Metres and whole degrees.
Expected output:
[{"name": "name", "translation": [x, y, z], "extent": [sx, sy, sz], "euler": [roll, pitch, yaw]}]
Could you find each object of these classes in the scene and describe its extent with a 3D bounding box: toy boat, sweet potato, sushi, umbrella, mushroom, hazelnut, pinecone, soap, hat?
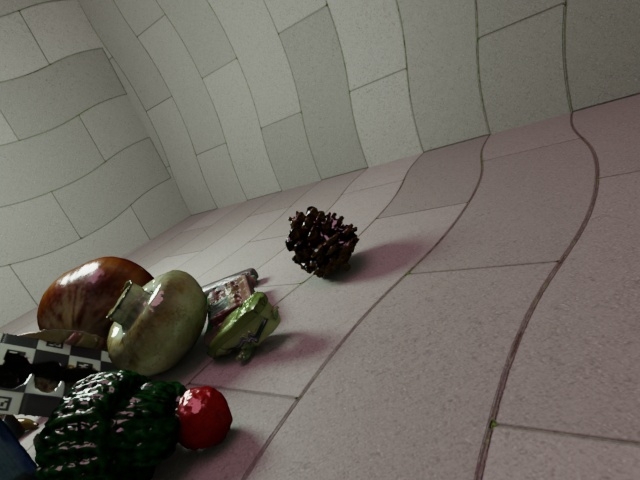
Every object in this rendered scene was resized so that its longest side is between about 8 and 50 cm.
[{"name": "toy boat", "translation": [-0.786, 0.379, 1.310], "extent": [0.276, 0.293, 0.111], "euler": [-9, 43, -32]}, {"name": "sweet potato", "translation": [-0.962, 0.584, 1.252], "extent": [0.250, 0.059, 0.069], "euler": [-26, -2, 3]}, {"name": "sushi", "translation": [-0.734, 0.394, 1.120], "extent": [0.099, 0.373, 0.296], "euler": [-60, 35, 10]}, {"name": "umbrella", "translation": [-0.404, 0.192, 1.674], "extent": [0.338, 0.067, 0.073], "euler": [-21, 6, 10]}, {"name": "mushroom", "translation": [-0.503, 0.241, 1.285], "extent": [0.352, 0.260, 0.352], "euler": [-38, 30, 26]}, {"name": "hazelnut", "translation": [-0.790, 0.242, 1.518], "extent": [0.410, 0.359, 0.359], "euler": [-27, 18, 0]}, {"name": "pinecone", "translation": [-0.002, 0.009, 1.427], "extent": [0.258, 0.243, 0.243], "euler": [19, 20, -4]}, {"name": "soap", "translation": [-0.293, 0.217, 1.406], "extent": [0.218, 0.097, 0.273], "euler": [-26, 17, -8]}, {"name": "hat", "translation": [-0.350, 0.368, 0.853], "extent": [0.333, 0.242, 0.274], "euler": [-11, 30, -2]}]

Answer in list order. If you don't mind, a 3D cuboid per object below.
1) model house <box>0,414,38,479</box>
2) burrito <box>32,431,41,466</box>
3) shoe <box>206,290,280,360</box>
[{"name": "model house", "translation": [-0.791, 0.548, 0.943], "extent": [0.295, 0.252, 0.329], "euler": [-48, -3, -3]}, {"name": "burrito", "translation": [-0.627, 0.513, 1.005], "extent": [0.087, 0.060, 0.226], "euler": [11, -5, -35]}, {"name": "shoe", "translation": [-0.217, 0.253, 1.171], "extent": [0.262, 0.128, 0.140], "euler": [-47, -2, 24]}]
